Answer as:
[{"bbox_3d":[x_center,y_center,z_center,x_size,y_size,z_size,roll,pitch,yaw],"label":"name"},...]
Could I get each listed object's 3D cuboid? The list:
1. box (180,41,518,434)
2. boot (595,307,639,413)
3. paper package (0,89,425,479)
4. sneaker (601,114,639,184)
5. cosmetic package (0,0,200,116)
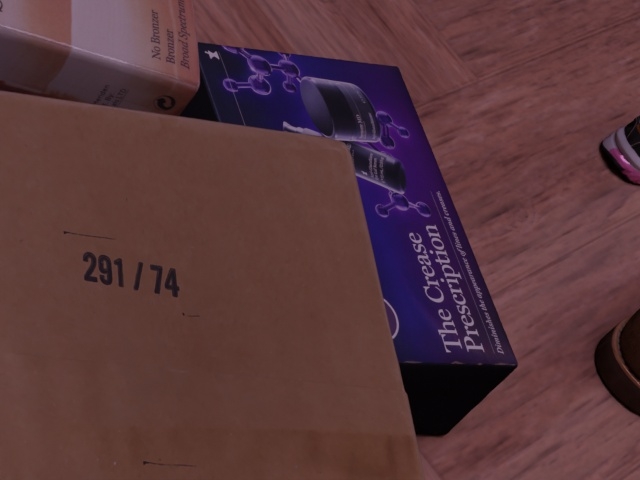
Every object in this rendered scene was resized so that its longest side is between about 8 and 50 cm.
[{"bbox_3d":[0.000,0.000,1.368,0.184,0.103,0.261,1,55,-34],"label":"box"},{"bbox_3d":[0.346,0.043,1.585,0.112,0.115,0.305,49,40,12],"label":"boot"},{"bbox_3d":[-0.126,0.089,1.102,0.325,0.168,0.309,5,63,-38],"label":"paper package"},{"bbox_3d":[0.331,-0.090,1.716,0.178,0.077,0.072,-12,64,-44],"label":"sneaker"},{"bbox_3d":[-0.240,-0.154,1.294,0.296,0.129,0.153,13,49,-28],"label":"cosmetic package"}]
